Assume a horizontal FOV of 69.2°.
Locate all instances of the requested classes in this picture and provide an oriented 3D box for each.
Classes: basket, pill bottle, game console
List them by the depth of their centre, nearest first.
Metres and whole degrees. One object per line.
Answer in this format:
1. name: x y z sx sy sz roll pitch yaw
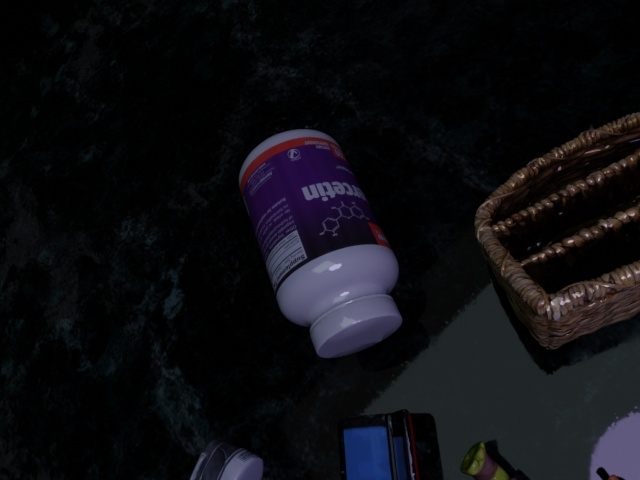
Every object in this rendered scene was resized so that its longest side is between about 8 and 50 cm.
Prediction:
1. basket: 0.327 -0.042 0.512 0.299 0.223 0.213 -29 60 14
2. game console: 0.073 0.299 0.598 0.085 0.124 0.144 -2 66 -4
3. pill bottle: 0.000 0.000 0.696 0.181 0.181 0.323 -30 60 12

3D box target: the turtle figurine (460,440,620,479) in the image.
1. turtle figurine: 0.251 0.315 0.499 0.217 0.087 0.269 30 91 16

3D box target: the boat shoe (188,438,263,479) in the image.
1. boat shoe: -0.183 0.438 0.649 0.102 0.108 0.301 11 72 29

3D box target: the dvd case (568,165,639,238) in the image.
1. dvd case: 0.437 -0.021 0.592 0.221 0.018 0.164 30 84 32
